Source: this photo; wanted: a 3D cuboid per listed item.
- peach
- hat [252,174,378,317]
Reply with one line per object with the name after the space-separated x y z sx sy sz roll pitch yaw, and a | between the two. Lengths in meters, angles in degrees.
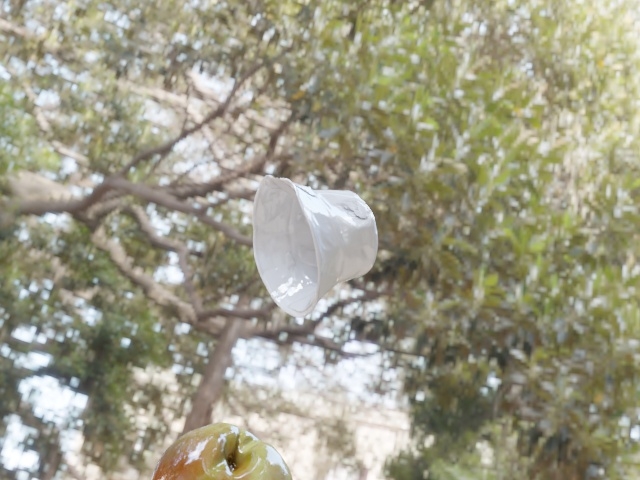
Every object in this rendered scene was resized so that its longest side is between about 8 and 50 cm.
-0.127 0.323 1.365 0.184 0.184 0.184 9 -33 6 | peach
0.000 0.000 1.513 0.126 0.203 0.203 -8 -23 -29 | hat
